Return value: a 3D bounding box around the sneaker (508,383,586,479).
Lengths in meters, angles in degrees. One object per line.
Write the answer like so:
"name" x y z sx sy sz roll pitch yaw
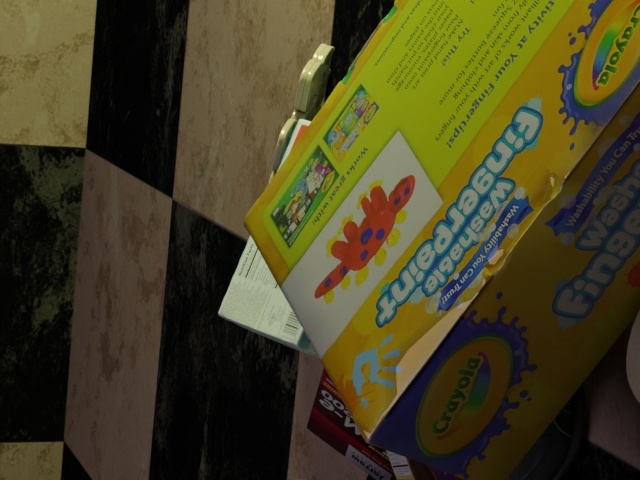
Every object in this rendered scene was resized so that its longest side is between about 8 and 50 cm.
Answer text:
"sneaker" 0.206 0.124 1.502 0.101 0.106 0.267 -133 48 -58

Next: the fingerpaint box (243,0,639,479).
"fingerpaint box" 0.160 -0.071 1.374 0.445 0.163 0.371 -55 33 15

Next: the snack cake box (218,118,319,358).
"snack cake box" 0.000 0.000 1.854 0.152 0.089 0.264 18 83 47

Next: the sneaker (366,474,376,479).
"sneaker" 0.032 0.391 1.871 0.107 0.124 0.283 -124 42 -54

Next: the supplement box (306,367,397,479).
"supplement box" 0.071 0.163 1.742 0.130 0.073 0.239 35 142 17

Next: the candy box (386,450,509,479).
"candy box" 0.134 0.230 1.575 0.053 0.109 0.187 -25 84 68

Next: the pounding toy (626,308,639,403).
"pounding toy" 0.357 0.064 1.184 0.237 0.110 0.183 -47 25 15

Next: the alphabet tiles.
"alphabet tiles" -0.031 -0.110 2.034 0.278 0.021 0.284 -63 -12 -64
